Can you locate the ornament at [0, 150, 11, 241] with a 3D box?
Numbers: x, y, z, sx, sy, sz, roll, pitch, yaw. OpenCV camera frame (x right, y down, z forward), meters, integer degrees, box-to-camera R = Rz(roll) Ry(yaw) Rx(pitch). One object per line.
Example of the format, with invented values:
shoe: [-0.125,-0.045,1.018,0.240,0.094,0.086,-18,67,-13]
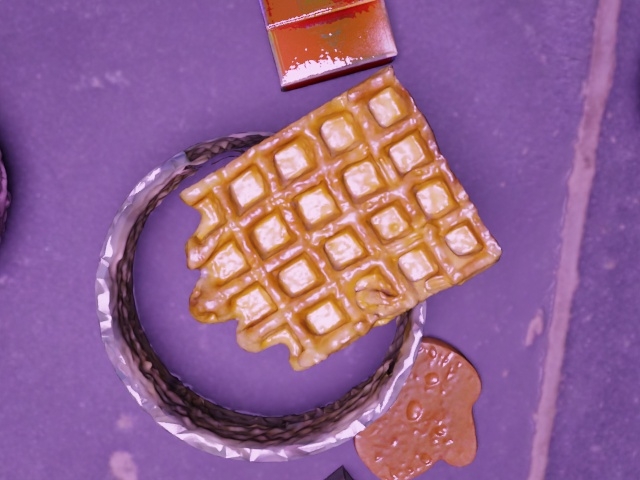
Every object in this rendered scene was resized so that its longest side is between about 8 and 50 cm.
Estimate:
ornament: [-0.393,-0.039,0.589,0.259,0.225,0.260,0,93,-1]

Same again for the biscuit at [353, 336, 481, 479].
biscuit: [0.098,0.169,0.700,0.118,0.023,0.140,41,91,-3]

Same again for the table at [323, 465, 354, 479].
table: [0.051,0.348,0.663,0.121,0.111,0.240,-40,92,0]

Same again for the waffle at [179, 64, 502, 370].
waffle: [0.000,0.000,0.526,0.210,0.055,0.161,-32,91,0]

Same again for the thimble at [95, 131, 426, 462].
thimble: [-0.047,0.038,0.631,0.270,0.150,0.271,0,92,-1]

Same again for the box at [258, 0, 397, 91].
box: [-0.006,-0.235,0.670,0.112,0.048,0.175,-16,92,0]
